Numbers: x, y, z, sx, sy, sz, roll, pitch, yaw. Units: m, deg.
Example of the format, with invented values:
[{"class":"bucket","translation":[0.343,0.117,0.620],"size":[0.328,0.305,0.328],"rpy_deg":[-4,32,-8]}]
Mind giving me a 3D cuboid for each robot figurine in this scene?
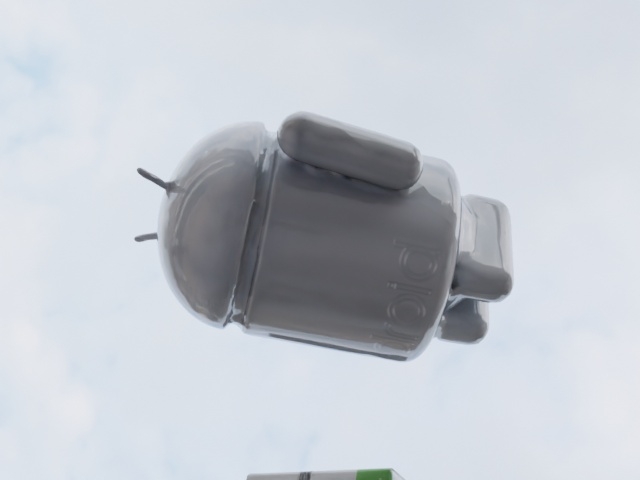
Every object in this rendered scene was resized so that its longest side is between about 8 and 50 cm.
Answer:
[{"class":"robot figurine","translation":[0.000,0.000,0.972],"size":[0.354,0.199,0.299],"rpy_deg":[11,-44,-5]}]

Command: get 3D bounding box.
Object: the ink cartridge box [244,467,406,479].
[{"class":"ink cartridge box","translation":[0.004,0.393,1.359],"size":[0.220,0.092,0.160],"rpy_deg":[-8,-123,26]}]
